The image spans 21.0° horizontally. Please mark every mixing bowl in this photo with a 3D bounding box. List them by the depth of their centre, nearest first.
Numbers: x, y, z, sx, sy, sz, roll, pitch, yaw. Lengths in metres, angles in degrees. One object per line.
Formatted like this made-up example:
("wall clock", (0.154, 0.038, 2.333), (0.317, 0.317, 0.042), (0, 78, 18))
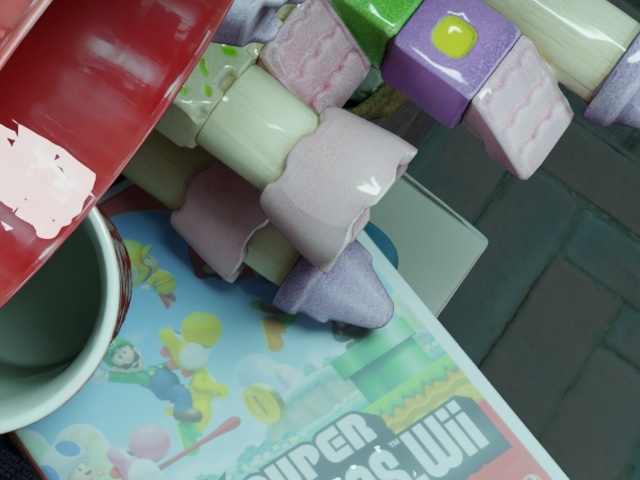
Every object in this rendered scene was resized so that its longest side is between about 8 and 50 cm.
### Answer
("mixing bowl", (-0.100, -0.062, 0.464), (0.181, 0.098, 0.181), (-54, 176, -6))

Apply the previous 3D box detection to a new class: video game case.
("video game case", (-0.029, 0.085, 0.823), (0.204, 0.285, 0.025), (-31, 158, -20))

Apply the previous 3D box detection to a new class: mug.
("mug", (-0.150, 0.018, 0.726), (0.169, 0.150, 0.113), (119, -29, -90))

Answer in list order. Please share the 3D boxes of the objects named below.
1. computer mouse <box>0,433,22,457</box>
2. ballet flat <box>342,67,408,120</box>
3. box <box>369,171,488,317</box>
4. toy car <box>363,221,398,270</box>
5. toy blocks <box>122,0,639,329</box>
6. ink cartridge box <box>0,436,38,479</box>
("computer mouse", (-0.093, 0.010, 0.909), (0.060, 0.184, 0.262), (98, -11, -60))
("ballet flat", (0.066, -0.204, 1.150), (0.123, 0.123, 0.348), (-49, 173, -50))
("box", (0.000, 0.000, 1.311), (0.148, 0.121, 0.311), (-53, -166, 1))
("toy car", (-0.101, 0.083, 1.100), (0.238, 0.210, 0.219), (-37, -156, 57))
("toy blocks", (0.059, -0.111, 0.738), (0.288, 0.260, 0.309), (-52, 176, -17))
("ink cartridge box", (-0.251, 0.280, 1.198), (0.270, 0.151, 0.395), (-55, 174, 23))
